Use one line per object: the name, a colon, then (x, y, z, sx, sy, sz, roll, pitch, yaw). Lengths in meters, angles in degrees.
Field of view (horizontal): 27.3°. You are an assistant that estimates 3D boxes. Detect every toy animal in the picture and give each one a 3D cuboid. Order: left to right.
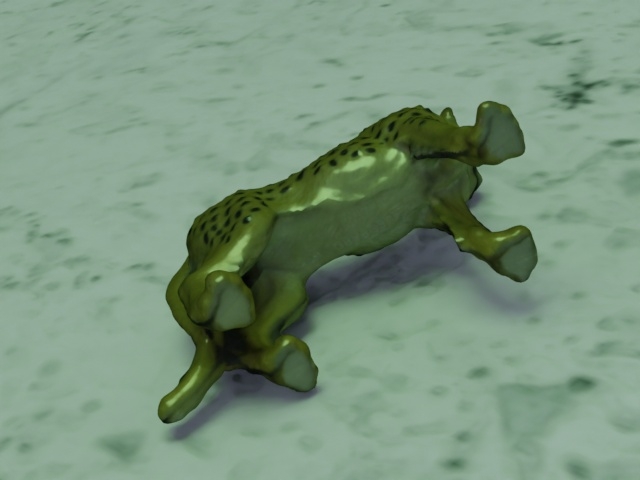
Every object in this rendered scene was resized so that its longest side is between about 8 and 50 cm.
toy animal: (0.000, 0.000, 0.542, 0.181, 0.073, 0.136, -31, 20, -7)
